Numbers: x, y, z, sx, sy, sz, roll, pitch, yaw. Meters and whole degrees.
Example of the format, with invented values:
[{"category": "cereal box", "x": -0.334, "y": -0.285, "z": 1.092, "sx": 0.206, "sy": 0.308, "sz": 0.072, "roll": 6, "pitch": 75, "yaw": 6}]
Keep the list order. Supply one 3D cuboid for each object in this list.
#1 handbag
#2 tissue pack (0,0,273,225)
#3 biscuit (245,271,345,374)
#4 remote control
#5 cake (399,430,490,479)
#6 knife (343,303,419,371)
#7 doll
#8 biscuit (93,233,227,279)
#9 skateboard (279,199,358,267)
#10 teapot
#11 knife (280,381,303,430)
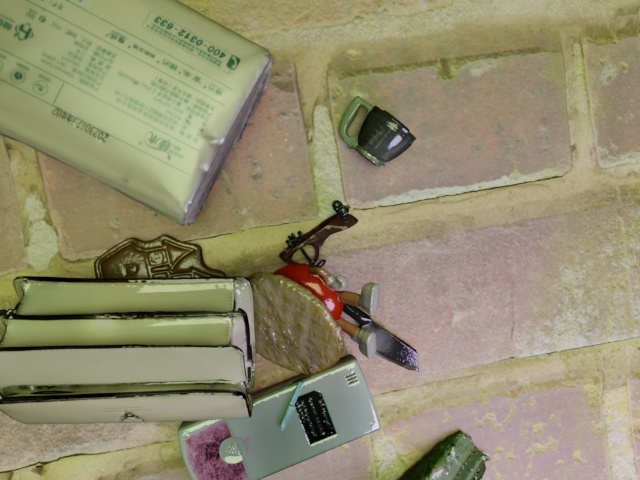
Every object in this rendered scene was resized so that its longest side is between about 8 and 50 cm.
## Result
[{"category": "handbag", "x": -0.285, "y": 0.187, "z": 0.763, "sx": 0.359, "sy": 0.160, "sz": 0.236, "roll": 0, "pitch": 135, "yaw": -4}, {"category": "tissue pack", "x": -0.301, "y": -0.227, "z": 0.752, "sx": 0.381, "sy": 0.207, "sz": 0.297, "roll": 29, "pitch": 87, "yaw": -7}, {"category": "biscuit", "x": -0.059, "y": 0.141, "z": 0.815, "sx": 0.220, "sy": 0.220, "sz": 0.033, "roll": 45, "pitch": 44, "yaw": -7}, {"category": "remote control", "x": -0.072, "y": 0.330, "z": 0.880, "sx": 0.344, "sy": 0.050, "sz": 0.145, "roll": -20, "pitch": 94, "yaw": -5}, {"category": "cake", "x": 0.202, "y": 0.463, "z": 0.929, "sx": 0.235, "sy": 0.099, "sz": 0.100, "roll": -40, "pitch": 95, "yaw": -24}, {"category": "knife", "x": 0.096, "y": 0.175, "z": 0.911, "sx": 0.230, "sy": 0.028, "sz": 0.060, "roll": 37, "pitch": 100, "yaw": -10}, {"category": "doll", "x": -0.006, "y": 0.109, "z": 0.843, "sx": 0.218, "sy": 0.085, "sz": 0.183, "roll": 13, "pitch": 127, "yaw": 19}, {"category": "biscuit", "x": -0.270, "y": 0.078, "z": 0.855, "sx": 0.216, "sy": 0.034, "sz": 0.182, "roll": -9, "pitch": 94, "yaw": -6}, {"category": "skateboard", "x": 0.000, "y": 0.000, "z": 0.877, "sx": 0.151, "sy": 0.067, "sz": 0.080, "roll": -34, "pitch": 106, "yaw": 1}, {"category": "teapot", "x": 0.097, "y": -0.184, "z": 0.875, "sx": 0.092, "sy": 0.124, "sz": 0.090, "roll": 25, "pitch": 109, "yaw": -47}, {"category": "knife", "x": -0.049, "y": 0.286, "z": 0.853, "sx": 0.014, "sy": 0.005, "sz": 0.091, "roll": 24, "pitch": 89, "yaw": -5}]
